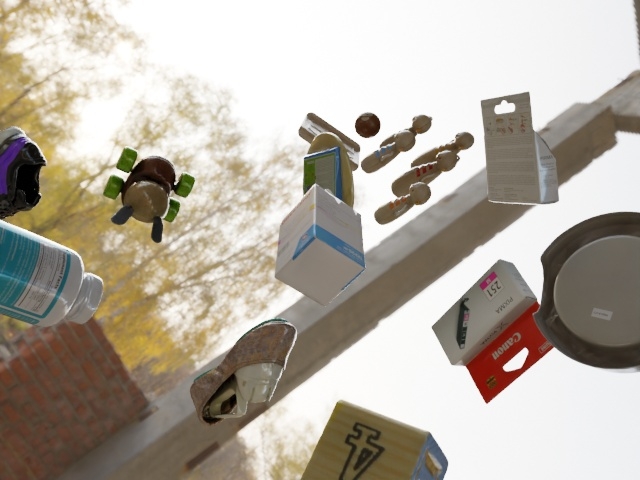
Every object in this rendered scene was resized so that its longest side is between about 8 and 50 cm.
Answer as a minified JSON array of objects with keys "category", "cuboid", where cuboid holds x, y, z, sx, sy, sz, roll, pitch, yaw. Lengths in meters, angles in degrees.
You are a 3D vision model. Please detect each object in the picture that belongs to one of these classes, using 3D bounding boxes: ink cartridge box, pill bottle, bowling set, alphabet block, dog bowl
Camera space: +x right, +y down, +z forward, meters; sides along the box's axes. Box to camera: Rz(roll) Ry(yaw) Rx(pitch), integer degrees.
[{"category":"ink cartridge box","cuboid":[0.426,-0.196,1.448,0.189,0.066,0.233,-164,-111,-70]},{"category":"pill bottle","cuboid":[-0.509,0.058,1.138,0.264,0.146,0.146,30,-1,-39]},{"category":"bowling set","cuboid":[0.164,-0.180,1.300,0.154,0.287,0.200,-30,-74,39]},{"category":"alphabet block","cuboid":[0.105,0.444,1.267,0.197,0.194,0.192,13,-29,31]},{"category":"dog bowl","cuboid":[0.620,0.115,1.394,0.348,0.349,0.102,34,-4,45]},{"category":"ink cartridge box","cuboid":[0.420,0.224,1.640,0.275,0.060,0.239,-52,-137,29]},{"category":"ink cartridge box","cuboid":[0.000,0.000,0.945,0.089,0.092,0.143,32,32,-22]}]

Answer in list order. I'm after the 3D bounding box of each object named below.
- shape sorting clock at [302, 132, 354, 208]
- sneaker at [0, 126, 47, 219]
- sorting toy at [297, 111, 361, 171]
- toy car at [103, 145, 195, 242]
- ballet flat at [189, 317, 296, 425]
[{"category":"shape sorting clock","cuboid":[0.014,-0.097,1.254,0.206,0.040,0.206,179,-89,-64]},{"category":"sneaker","cuboid":[-0.712,-0.097,1.506,0.146,0.293,0.102,36,13,13]},{"category":"sorting toy","cuboid":[0.025,-0.273,1.872,0.193,0.038,0.208,33,24,-8]},{"category":"toy car","cuboid":[-0.351,-0.069,1.335,0.149,0.155,0.188,-52,-154,33]},{"category":"ballet flat","cuboid":[-0.133,0.250,1.197,0.316,0.107,0.106,-45,-135,42]}]
